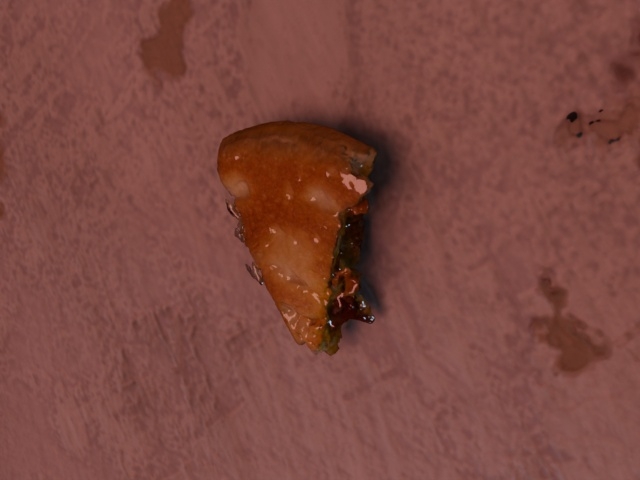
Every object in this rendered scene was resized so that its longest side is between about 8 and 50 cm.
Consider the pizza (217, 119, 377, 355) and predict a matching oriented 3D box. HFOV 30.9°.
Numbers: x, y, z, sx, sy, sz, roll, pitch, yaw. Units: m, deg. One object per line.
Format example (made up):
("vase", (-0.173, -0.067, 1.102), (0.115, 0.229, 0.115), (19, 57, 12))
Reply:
("pizza", (0.000, -0.001, 0.916), (0.154, 0.069, 0.194), (8, 116, 37))
